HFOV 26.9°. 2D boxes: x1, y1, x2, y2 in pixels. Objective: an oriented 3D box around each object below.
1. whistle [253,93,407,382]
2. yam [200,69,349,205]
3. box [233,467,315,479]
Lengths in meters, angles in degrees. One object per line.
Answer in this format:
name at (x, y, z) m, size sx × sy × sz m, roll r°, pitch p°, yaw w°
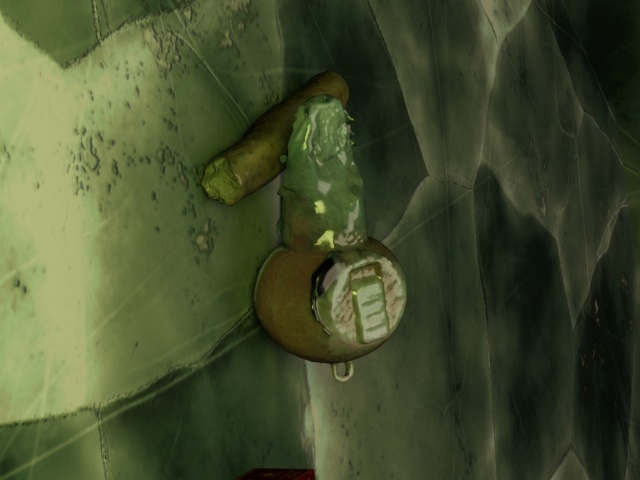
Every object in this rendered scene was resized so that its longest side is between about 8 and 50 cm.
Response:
whistle at (0.000, 0.000, 1.577) m, size 0.189 × 0.189 × 0.347 m, roll -30°, pitch 117°, yaw -61°
yam at (-0.047, -0.127, 1.612) m, size 0.067 × 0.071 × 0.317 m, roll 48°, pitch 37°, yaw -3°
box at (-0.053, 0.280, 1.542) m, size 0.051 × 0.082 × 0.023 m, roll -16°, pitch 100°, yaw -63°
